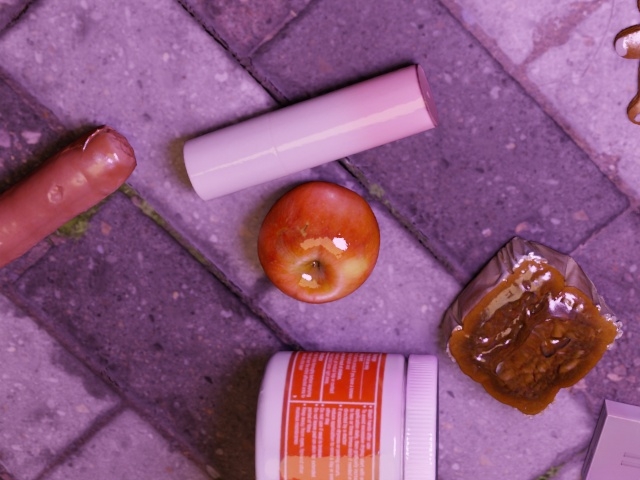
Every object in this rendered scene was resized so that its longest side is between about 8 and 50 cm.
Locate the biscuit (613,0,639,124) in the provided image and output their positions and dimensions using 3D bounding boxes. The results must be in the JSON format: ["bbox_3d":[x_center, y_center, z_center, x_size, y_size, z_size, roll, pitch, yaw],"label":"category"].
[{"bbox_3d":[0.439,-0.241,1.750,0.138,0.031,0.205,-3,113,8],"label":"biscuit"}]

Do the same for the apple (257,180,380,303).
[{"bbox_3d":[0.000,0.000,1.856,0.163,0.139,0.163,5,128,6],"label":"apple"}]

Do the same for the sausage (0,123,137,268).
[{"bbox_3d":[-0.427,-0.023,1.912,0.419,0.094,0.094,-31,86,19],"label":"sausage"}]

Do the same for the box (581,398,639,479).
[{"bbox_3d":[0.453,0.304,1.991,0.129,0.051,0.130,12,116,1],"label":"box"}]

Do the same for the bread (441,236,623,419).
[{"bbox_3d":[0.283,0.119,1.891,0.192,0.110,0.210,38,113,-13],"label":"bread"}]

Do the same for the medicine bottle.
[{"bbox_3d":[0.041,0.279,1.913,0.240,0.252,0.252,1,115,7],"label":"medicine bottle"}]

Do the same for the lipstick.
[{"bbox_3d":[-0.014,-0.139,1.814,0.326,0.087,0.087,-17,112,14],"label":"lipstick"}]
